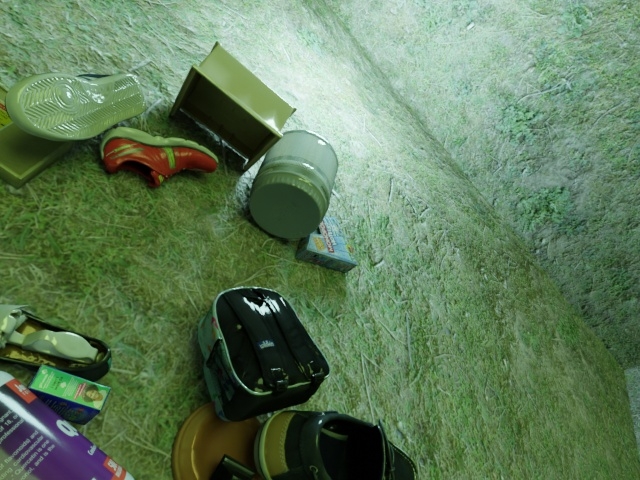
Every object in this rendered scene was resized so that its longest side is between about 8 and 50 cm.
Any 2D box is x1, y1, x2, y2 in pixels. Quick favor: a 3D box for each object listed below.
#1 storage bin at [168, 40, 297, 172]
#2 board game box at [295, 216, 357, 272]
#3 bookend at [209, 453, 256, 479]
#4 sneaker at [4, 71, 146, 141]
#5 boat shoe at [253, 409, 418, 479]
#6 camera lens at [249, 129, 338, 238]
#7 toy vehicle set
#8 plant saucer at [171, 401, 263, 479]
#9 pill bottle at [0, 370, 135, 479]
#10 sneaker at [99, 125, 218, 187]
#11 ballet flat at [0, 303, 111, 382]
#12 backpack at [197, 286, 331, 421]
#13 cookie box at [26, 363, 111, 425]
[{"bbox_3d":[-0.245,-0.344,1.149,0.262,0.260,0.123,36,58,-20],"label":"storage bin"},{"bbox_3d":[0.000,0.000,1.281,0.194,0.060,0.194,4,58,-44],"label":"board game box"},{"bbox_3d":[-0.145,0.450,0.669,0.072,0.156,0.157,39,64,-17],"label":"bookend"},{"bbox_3d":[-0.525,-0.280,0.884,0.350,0.148,0.131,-59,146,-66],"label":"sneaker"},{"bbox_3d":[0.086,0.476,0.889,0.500,0.156,0.187,39,41,-35],"label":"boat shoe"},{"bbox_3d":[-0.071,-0.168,1.210,0.219,0.219,0.274,36,41,-20],"label":"camera lens"},{"bbox_3d":[-0.654,-0.238,0.825,0.267,0.035,0.166,39,40,-16],"label":"toy vehicle set"},{"bbox_3d":[-0.180,0.405,0.805,0.200,0.037,0.200,26,45,-30],"label":"plant saucer"},{"bbox_3d":[-0.413,0.297,0.537,0.323,0.181,0.181,46,39,-8],"label":"pill bottle"},{"bbox_3d":[-0.385,-0.184,1.028,0.279,0.107,0.118,3,75,-39],"label":"sneaker"},{"bbox_3d":[-0.466,0.149,0.667,0.280,0.096,0.095,27,46,-29],"label":"ballet flat"},{"bbox_3d":[-0.131,0.223,0.862,0.225,0.191,0.253,2,47,-43],"label":"backpack"},{"bbox_3d":[-0.402,0.244,0.662,0.107,0.092,0.040,32,40,-25],"label":"cookie box"}]
